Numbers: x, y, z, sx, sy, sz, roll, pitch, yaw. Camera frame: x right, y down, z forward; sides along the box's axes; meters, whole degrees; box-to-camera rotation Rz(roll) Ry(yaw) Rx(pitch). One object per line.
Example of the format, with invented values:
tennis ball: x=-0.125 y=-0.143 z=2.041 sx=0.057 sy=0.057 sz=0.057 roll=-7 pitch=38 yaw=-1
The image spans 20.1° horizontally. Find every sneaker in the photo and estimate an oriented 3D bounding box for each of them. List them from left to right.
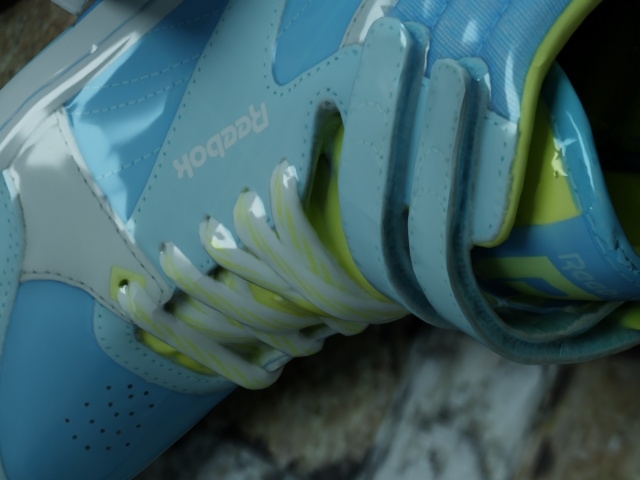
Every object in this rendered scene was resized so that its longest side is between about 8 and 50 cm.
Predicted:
sneaker: x=0.000 y=0.000 z=0.525 sx=0.319 sy=0.127 sz=0.208 roll=-53 pitch=40 yaw=16

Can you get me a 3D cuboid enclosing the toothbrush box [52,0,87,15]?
toothbrush box: x=-0.073 y=-0.210 z=0.599 sx=0.216 sy=0.126 sz=0.295 roll=-56 pitch=14 yaw=9
